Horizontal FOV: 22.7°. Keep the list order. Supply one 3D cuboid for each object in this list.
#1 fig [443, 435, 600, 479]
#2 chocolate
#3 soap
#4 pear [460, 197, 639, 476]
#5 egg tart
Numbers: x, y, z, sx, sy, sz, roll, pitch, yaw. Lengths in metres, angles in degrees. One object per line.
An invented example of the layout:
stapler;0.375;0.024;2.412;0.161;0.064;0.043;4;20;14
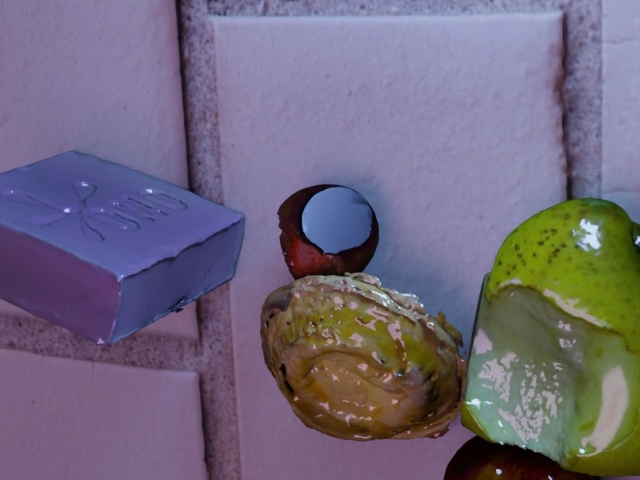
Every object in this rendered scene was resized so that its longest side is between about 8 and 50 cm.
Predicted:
fig;0.206;0.351;1.820;0.190;0.190;0.290;25;98;20
chocolate;0.000;0.000;1.896;0.133;0.127;0.124;-30;63;60
soap;-0.285;0.001;1.951;0.285;0.296;0.107;20;112;20
pear;0.293;0.097;1.737;0.286;0.176;0.282;18;112;22
egg tart;0.043;0.154;1.891;0.278;0.095;0.279;16;138;14
